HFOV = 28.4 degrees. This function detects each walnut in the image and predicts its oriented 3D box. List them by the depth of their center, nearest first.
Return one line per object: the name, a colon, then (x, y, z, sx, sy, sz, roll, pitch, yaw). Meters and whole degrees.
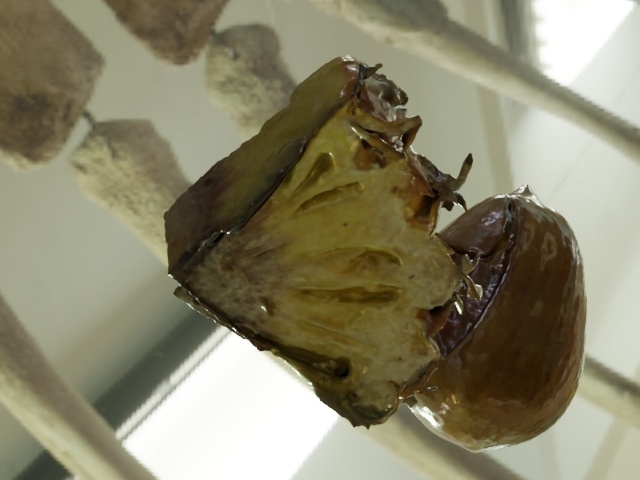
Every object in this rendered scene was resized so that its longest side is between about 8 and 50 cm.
walnut: (0.180, 0.075, 1.317, 0.203, 0.203, 0.298, 51, -131, -49)

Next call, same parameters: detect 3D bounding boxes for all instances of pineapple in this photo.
pineapple: (0.000, 0.000, 0.767, 0.114, 0.186, 0.236, -103, 4, -62)
